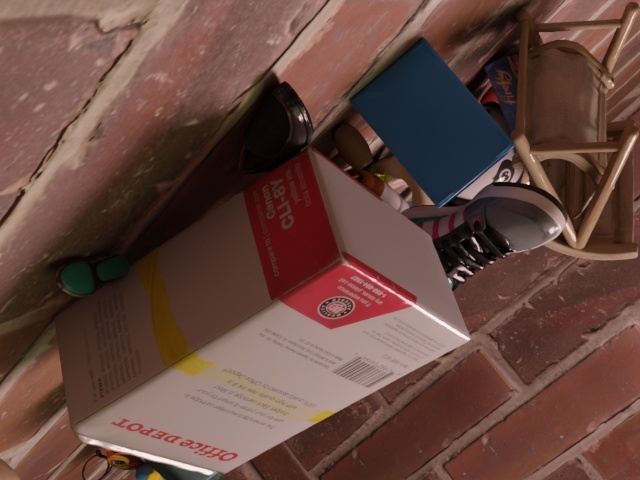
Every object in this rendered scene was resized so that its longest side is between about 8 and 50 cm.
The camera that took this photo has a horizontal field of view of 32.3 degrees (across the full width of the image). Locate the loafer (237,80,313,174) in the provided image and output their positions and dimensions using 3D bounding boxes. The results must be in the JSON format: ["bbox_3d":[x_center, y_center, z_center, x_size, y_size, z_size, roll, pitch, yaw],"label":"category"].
[{"bbox_3d":[-0.050,-0.109,1.157,0.061,0.062,0.170,-30,166,-17],"label":"loafer"}]

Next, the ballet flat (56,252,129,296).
[{"bbox_3d":[-0.250,0.039,1.175,0.041,0.041,0.114,-44,167,26],"label":"ballet flat"}]

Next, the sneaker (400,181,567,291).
[{"bbox_3d":[0.165,0.029,1.407,0.295,0.124,0.178,-15,-144,53],"label":"sneaker"}]

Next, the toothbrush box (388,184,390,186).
[{"bbox_3d":[0.098,0.068,1.974,0.126,0.216,0.295,-33,167,-26],"label":"toothbrush box"}]

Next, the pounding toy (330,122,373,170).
[{"bbox_3d":[0.001,-0.015,1.463,0.269,0.154,0.155,-45,168,32],"label":"pounding toy"}]

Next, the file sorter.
[{"bbox_3d":[0.141,-0.140,1.375,0.118,0.170,0.104,-40,173,6],"label":"file sorter"}]

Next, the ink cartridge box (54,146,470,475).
[{"bbox_3d":[-0.071,0.100,1.271,0.384,0.160,0.279,-32,144,20],"label":"ink cartridge box"}]

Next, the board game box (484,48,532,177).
[{"bbox_3d":[0.348,-0.176,1.718,0.042,0.243,0.165,-21,-179,35],"label":"board game box"}]

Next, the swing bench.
[{"bbox_3d":[0.353,-0.146,1.518,0.255,0.165,0.253,73,22,-48],"label":"swing bench"}]

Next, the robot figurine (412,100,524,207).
[{"bbox_3d":[0.240,-0.099,1.788,0.173,0.209,0.278,-17,153,-9],"label":"robot figurine"}]

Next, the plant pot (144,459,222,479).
[{"bbox_3d":[-0.216,0.254,1.651,0.165,0.234,0.165,-36,169,-18],"label":"plant pot"}]

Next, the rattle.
[{"bbox_3d":[0.113,-0.021,1.671,0.130,0.200,0.143,-18,-172,34],"label":"rattle"}]

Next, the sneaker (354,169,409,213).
[{"bbox_3d":[-0.022,-0.020,1.611,0.290,0.106,0.123,-30,129,23],"label":"sneaker"}]

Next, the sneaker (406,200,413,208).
[{"bbox_3d":[0.195,-0.016,2.214,0.208,0.127,0.319,-27,174,-41],"label":"sneaker"}]

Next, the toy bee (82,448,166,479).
[{"bbox_3d":[-0.340,0.408,2.105,0.298,0.195,0.162,-28,145,0],"label":"toy bee"}]

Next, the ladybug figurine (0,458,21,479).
[{"bbox_3d":[-0.514,0.322,1.127,0.305,0.162,0.449,-46,167,33],"label":"ladybug figurine"}]

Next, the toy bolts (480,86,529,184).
[{"bbox_3d":[0.375,-0.202,1.923,0.218,0.158,0.228,-37,170,-8],"label":"toy bolts"}]
